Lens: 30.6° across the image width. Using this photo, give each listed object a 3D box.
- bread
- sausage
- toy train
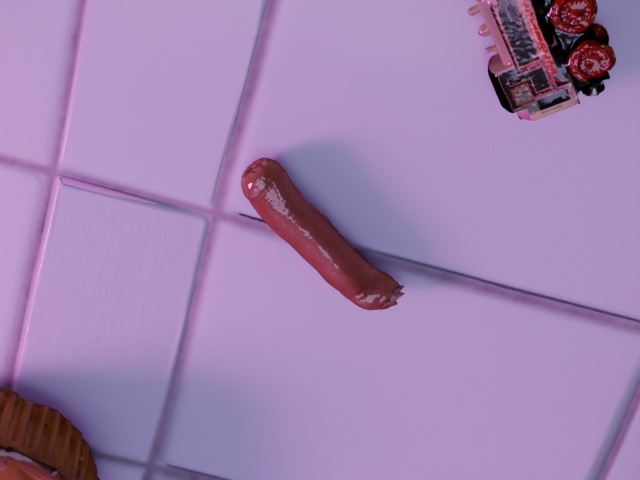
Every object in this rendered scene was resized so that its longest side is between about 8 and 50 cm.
[{"bbox_3d":[-0.274,0.215,0.963,0.199,0.104,0.199,-1,119,-2],"label":"bread"},{"bbox_3d":[0.000,0.000,0.884,0.158,0.036,0.042,43,144,-17],"label":"sausage"},{"bbox_3d":[0.146,-0.153,0.798,0.087,0.050,0.138,-21,113,15],"label":"toy train"}]
